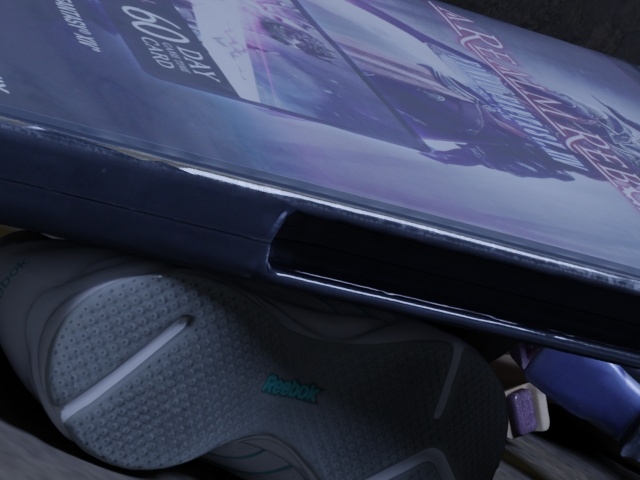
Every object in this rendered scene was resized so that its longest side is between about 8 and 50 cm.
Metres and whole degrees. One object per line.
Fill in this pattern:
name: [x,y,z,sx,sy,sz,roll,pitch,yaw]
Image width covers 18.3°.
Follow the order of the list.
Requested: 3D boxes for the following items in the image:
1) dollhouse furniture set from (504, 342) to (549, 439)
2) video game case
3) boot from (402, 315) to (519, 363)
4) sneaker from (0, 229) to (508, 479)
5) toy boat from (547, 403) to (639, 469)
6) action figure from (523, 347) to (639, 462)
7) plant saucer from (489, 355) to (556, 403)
dollhouse furniture set: [0.067,0.046,0.793,0.081,0.091,0.114,-4,8,44]
video game case: [0.015,-0.031,0.499,0.274,0.026,0.196,13,22,-27]
boot: [-0.099,-0.081,0.649,0.348,0.131,0.260,27,-2,37]
sneaker: [-0.014,0.028,0.452,0.152,0.054,0.061,26,3,-44]
toy boat: [0.184,0.039,1.150,0.151,0.151,0.231,29,4,-36]
action figure: [0.266,0.071,0.763,0.341,0.178,0.330,33,35,-2]
plant saucer: [0.124,0.002,1.035,0.278,0.041,0.278,5,32,-3]
